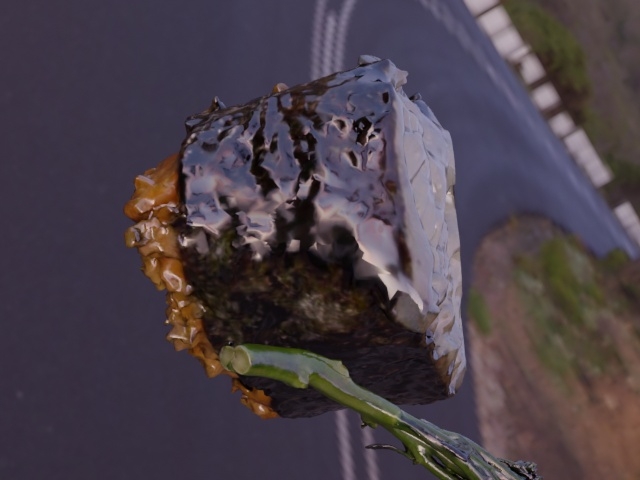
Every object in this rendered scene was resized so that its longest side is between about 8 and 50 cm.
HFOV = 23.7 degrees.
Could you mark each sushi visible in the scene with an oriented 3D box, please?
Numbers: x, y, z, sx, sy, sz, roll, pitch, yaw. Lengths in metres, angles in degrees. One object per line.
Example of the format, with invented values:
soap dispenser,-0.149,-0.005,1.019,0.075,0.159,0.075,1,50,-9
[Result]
sushi,0.000,0.000,1.086,0.348,0.207,0.234,63,21,-63

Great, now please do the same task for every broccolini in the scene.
broccolini,0.052,0.131,0.879,0.271,0.062,0.123,30,5,-31
